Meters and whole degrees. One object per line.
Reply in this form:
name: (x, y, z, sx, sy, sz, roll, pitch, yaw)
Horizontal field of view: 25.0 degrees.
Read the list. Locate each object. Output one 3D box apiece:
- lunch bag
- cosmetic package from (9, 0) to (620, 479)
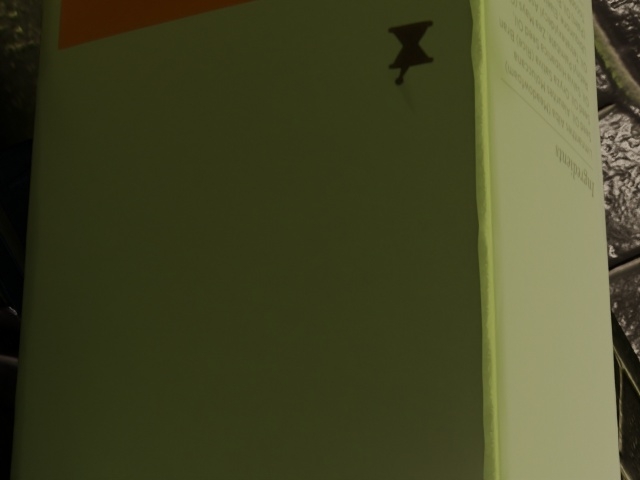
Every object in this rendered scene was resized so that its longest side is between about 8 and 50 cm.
lunch bag: (-0.143, 0.000, 0.737, 0.098, 0.065, 0.067, 62, 2, 0)
cosmetic package: (0.000, 0.000, 0.657, 0.161, 0.230, 0.453, 30, 56, -58)
